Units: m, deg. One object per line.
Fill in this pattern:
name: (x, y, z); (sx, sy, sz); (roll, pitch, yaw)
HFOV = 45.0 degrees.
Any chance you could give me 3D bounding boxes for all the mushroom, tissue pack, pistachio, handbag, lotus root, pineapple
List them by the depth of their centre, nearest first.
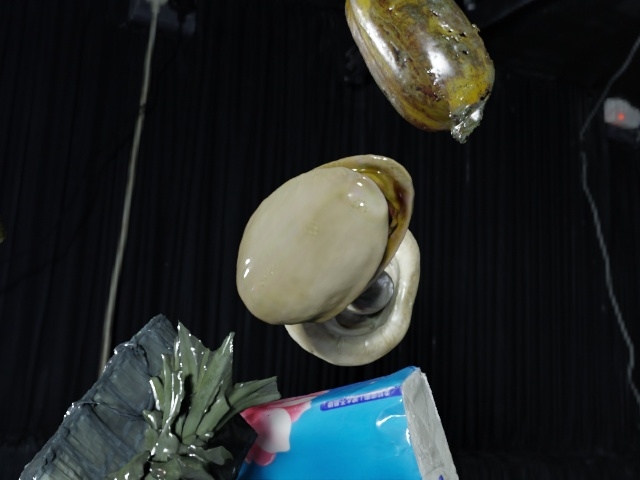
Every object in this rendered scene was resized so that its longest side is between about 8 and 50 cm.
pineapple: (-0.118, 0.187, 0.560); (0.118, 0.277, 0.130); (12, -52, 8)
handbag: (-0.159, 0.191, 0.724); (0.088, 0.175, 0.270); (-29, 14, 21)
pistachio: (0.000, 0.000, 0.727); (0.131, 0.129, 0.206); (41, -56, -1)
tissue pack: (0.022, 0.288, 0.954); (0.269, 0.209, 0.137); (-16, 1, 22)
mushroom: (0.054, 0.067, 1.209); (0.260, 0.254, 0.234); (50, -13, -15)
lotus root: (0.160, -0.334, 1.304); (0.179, 0.398, 0.196); (-31, -20, 3)

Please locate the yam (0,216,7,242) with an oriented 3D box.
yam: (-0.490, -0.033, 1.127); (0.043, 0.043, 0.094); (4, -37, -4)
